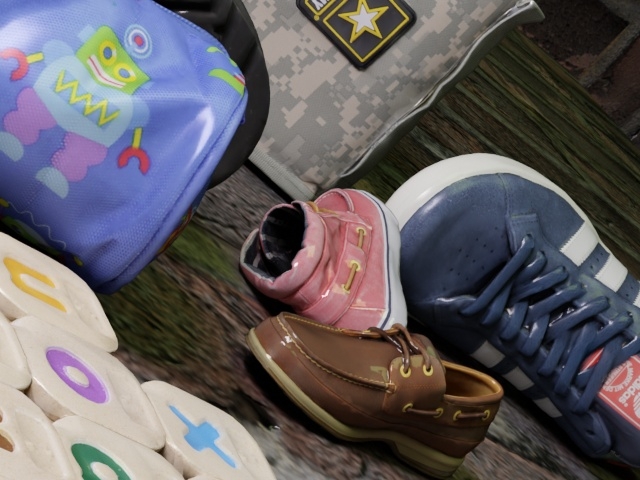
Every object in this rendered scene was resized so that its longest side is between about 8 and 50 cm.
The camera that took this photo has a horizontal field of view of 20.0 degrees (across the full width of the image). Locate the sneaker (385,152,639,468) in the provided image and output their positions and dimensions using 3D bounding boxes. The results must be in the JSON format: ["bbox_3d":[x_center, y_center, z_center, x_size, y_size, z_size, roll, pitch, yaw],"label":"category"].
[{"bbox_3d":[0.174,0.065,1.202,0.350,0.131,0.148,31,14,-43],"label":"sneaker"}]

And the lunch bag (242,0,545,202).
[{"bbox_3d":[-0.009,-0.191,1.223,0.287,0.235,0.169,49,9,22],"label":"lunch bag"}]

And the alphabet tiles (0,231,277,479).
[{"bbox_3d":[-0.092,0.079,0.622,0.278,0.021,0.284,32,18,-43],"label":"alphabet tiles"}]

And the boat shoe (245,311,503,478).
[{"bbox_3d":[0.031,0.068,0.929,0.178,0.060,0.064,29,20,-47],"label":"boat shoe"}]

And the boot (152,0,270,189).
[{"bbox_3d":[-0.170,-0.183,0.957,0.348,0.131,0.260,40,14,-15],"label":"boot"}]

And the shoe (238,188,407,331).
[{"bbox_3d":[0.000,0.000,1.037,0.081,0.063,0.178,44,17,-23],"label":"shoe"}]

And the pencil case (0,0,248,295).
[{"bbox_3d":[-0.164,-0.115,0.770,0.306,0.133,0.119,41,-13,-14],"label":"pencil case"}]
